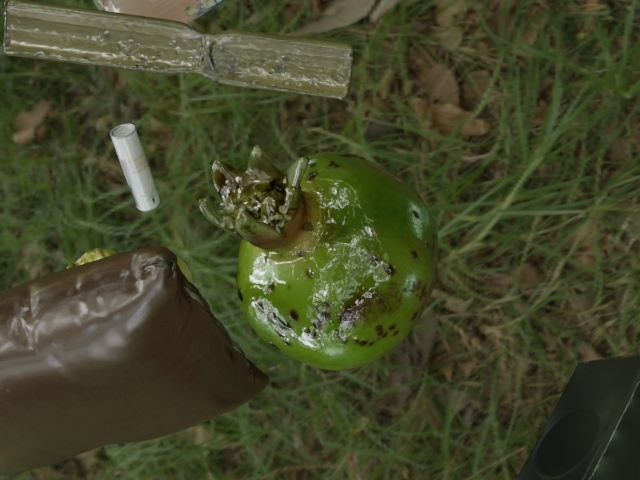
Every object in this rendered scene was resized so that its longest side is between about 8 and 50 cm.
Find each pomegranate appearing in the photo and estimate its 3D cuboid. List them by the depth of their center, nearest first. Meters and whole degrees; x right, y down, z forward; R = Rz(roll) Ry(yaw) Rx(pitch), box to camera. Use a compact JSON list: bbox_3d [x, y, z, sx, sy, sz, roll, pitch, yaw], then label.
[{"bbox_3d":[0.008,-0.009,1.045,0.230,0.231,0.286,14,141,35],"label":"pomegranate"}]

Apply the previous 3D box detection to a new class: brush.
[{"bbox_3d":[-0.100,-0.138,0.723,0.247,0.036,0.043,6,107,-2],"label":"brush"}]

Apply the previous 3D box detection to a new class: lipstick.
[{"bbox_3d":[-0.279,-0.108,1.529,0.040,0.040,0.141,20,139,33],"label":"lipstick"}]

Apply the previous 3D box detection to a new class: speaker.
[{"bbox_3d":[0.172,0.178,0.695,0.044,0.218,0.082,41,155,-13],"label":"speaker"}]

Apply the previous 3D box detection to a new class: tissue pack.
[{"bbox_3d":[-0.129,-0.199,0.782,0.094,0.074,0.059,-33,47,-2],"label":"tissue pack"}]

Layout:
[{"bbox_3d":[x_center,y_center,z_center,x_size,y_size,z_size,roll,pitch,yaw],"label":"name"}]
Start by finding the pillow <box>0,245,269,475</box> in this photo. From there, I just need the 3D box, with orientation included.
[{"bbox_3d":[-0.224,0.119,0.892,0.305,0.308,0.108,-17,62,5],"label":"pillow"}]

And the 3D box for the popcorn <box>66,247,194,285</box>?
[{"bbox_3d":[-0.366,0.126,1.725,0.286,0.225,0.174,-51,41,9],"label":"popcorn"}]
